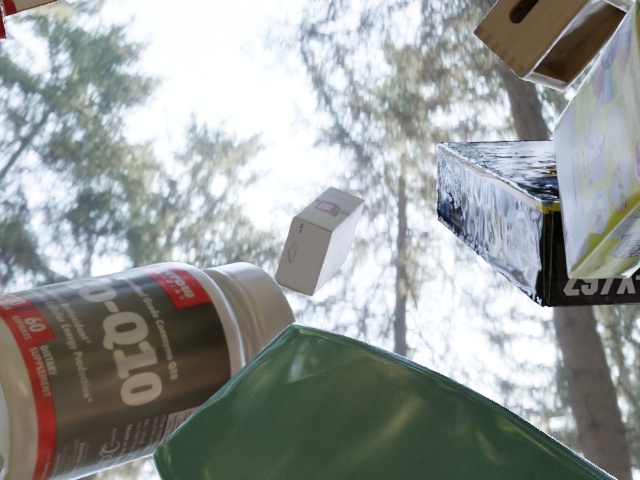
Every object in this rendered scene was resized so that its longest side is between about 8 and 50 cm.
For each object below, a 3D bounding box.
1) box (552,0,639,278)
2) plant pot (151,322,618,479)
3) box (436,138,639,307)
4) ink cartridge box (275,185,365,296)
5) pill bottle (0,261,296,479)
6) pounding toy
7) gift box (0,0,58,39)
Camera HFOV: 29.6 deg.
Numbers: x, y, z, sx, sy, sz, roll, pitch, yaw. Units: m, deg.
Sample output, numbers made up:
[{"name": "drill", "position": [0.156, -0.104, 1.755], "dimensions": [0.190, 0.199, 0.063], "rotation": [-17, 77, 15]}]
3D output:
[{"name": "box", "position": [0.174, -0.055, 0.663], "dimensions": [0.043, 0.105, 0.179], "rotation": [0, -19, -4]}, {"name": "plant pot", "position": [0.038, 0.164, 0.598], "dimensions": [0.234, 0.166, 0.165], "rotation": [36, -23, 27]}, {"name": "box", "position": [0.248, -0.026, 0.943], "dimensions": [0.257, 0.322, 0.079], "rotation": [-4, -78, -6]}, {"name": "ink cartridge box", "position": [0.000, 0.000, 1.408], "dimensions": [0.052, 0.122, 0.088], "rotation": [23, -64, 13]}, {"name": "pill bottle", "position": [-0.167, 0.106, 1.032], "dimensions": [0.283, 0.161, 0.161], "rotation": [-12, -53, -40]}, {"name": "pounding toy", "position": [0.232, -0.234, 1.173], "dimensions": [0.100, 0.130, 0.141], "rotation": [48, -67, 24]}, {"name": "gift box", "position": [-0.343, -0.345, 1.101], "dimensions": [0.276, 0.258, 0.255], "rotation": [-25, -47, -17]}]
